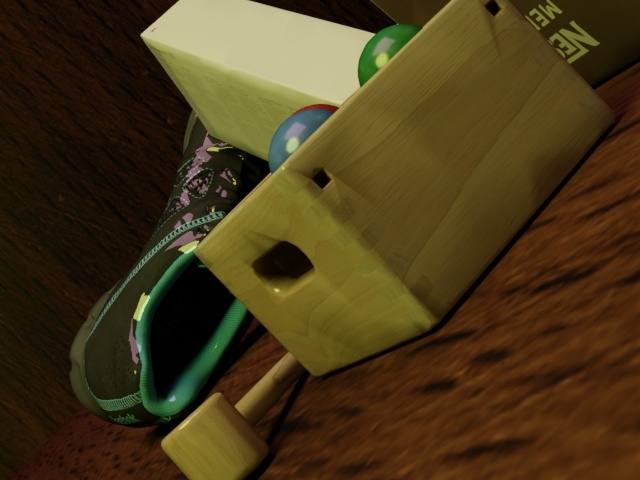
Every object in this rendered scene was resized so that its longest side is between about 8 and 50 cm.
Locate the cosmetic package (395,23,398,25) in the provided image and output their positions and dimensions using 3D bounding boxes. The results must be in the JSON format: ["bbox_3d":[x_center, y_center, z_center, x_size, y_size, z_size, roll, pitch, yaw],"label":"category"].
[{"bbox_3d":[0.157,-0.200,1.009,0.284,0.097,0.377,-41,5,15],"label":"cosmetic package"}]

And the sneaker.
[{"bbox_3d":[-0.059,-0.010,0.943,0.341,0.125,0.139,-64,20,-11],"label":"sneaker"}]

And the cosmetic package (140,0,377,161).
[{"bbox_3d":[-0.015,-0.093,0.804,0.060,0.099,0.239,-46,38,-13],"label":"cosmetic package"}]

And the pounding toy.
[{"bbox_3d":[-0.007,0.006,0.546,0.206,0.094,0.181,-46,5,-25],"label":"pounding toy"}]

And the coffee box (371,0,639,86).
[{"bbox_3d":[0.174,-0.220,0.670,0.297,0.119,0.168,-52,8,-19],"label":"coffee box"}]
